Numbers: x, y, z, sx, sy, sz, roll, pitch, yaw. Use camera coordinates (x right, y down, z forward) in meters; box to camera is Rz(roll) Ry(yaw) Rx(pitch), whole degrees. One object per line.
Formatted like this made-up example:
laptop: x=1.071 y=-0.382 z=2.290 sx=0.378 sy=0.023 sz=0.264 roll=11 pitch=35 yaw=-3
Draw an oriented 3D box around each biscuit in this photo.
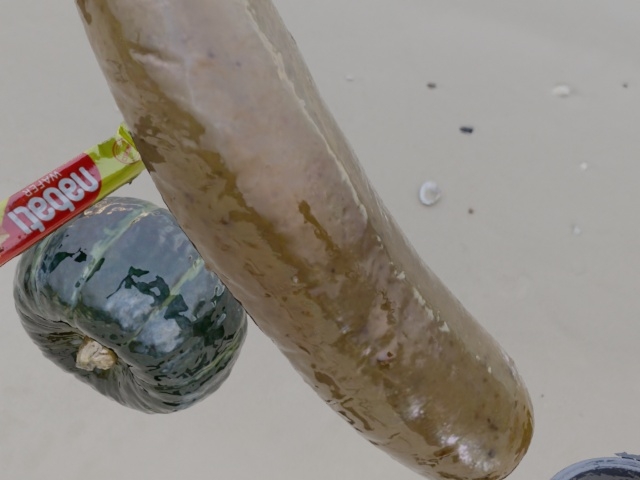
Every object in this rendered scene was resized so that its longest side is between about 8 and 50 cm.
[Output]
biscuit: x=-0.218 y=0.000 z=0.495 sx=0.048 sy=0.026 sz=0.292 roll=47 pitch=53 yaw=0

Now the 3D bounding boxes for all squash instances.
squash: x=-0.202 y=0.072 z=0.796 sx=0.252 sy=0.252 sz=0.165 roll=22 pitch=47 yaw=10

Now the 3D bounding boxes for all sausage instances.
sausage: x=-0.003 y=0.001 z=0.508 sx=0.136 sy=0.500 sz=0.123 roll=-37 pitch=22 yaw=-2

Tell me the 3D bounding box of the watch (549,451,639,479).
watch: x=0.534 y=0.525 z=1.227 sx=0.336 sy=0.313 sz=0.326 roll=-14 pitch=32 yaw=-7
